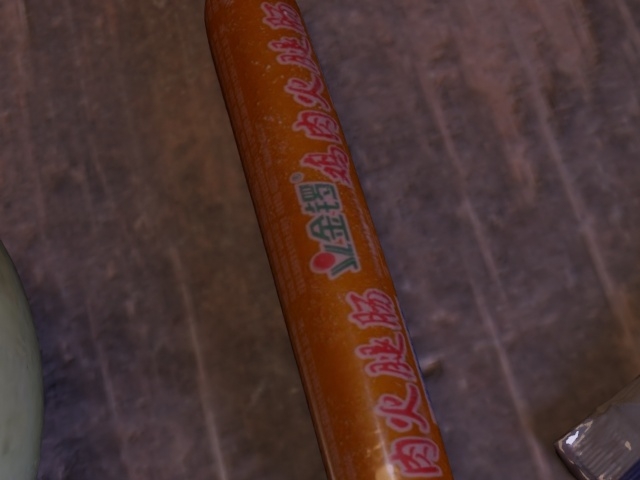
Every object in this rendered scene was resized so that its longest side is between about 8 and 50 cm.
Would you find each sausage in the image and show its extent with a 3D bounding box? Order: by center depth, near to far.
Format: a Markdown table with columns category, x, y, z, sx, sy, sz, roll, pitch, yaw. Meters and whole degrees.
| category | x | y | z | sx | sy | sz | roll | pitch | yaw |
| --- | --- | --- | --- | --- | --- | --- | --- | --- | --- |
| sausage | 0.000 | 0.000 | 0.669 | 0.053 | 0.053 | 0.348 | -19 | 60 | 5 |

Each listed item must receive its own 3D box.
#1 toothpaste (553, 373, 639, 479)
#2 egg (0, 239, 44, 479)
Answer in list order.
| category | x | y | z | sx | sy | sz | roll | pitch | yaw |
| --- | --- | --- | --- | --- | --- | --- | --- | --- | --- |
| toothpaste | 0.236 | 0.034 | 0.591 | 0.282 | 0.068 | 0.099 | -42 | 30 | 2 |
| egg | -0.223 | 0.093 | 0.588 | 0.218 | 0.218 | 0.296 | -7 | 71 | 11 |
